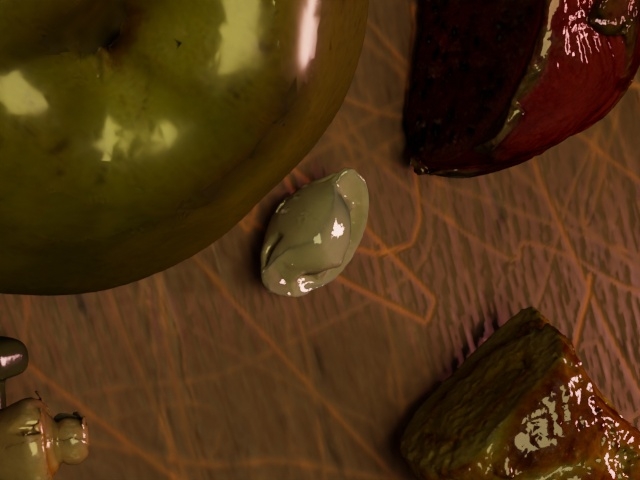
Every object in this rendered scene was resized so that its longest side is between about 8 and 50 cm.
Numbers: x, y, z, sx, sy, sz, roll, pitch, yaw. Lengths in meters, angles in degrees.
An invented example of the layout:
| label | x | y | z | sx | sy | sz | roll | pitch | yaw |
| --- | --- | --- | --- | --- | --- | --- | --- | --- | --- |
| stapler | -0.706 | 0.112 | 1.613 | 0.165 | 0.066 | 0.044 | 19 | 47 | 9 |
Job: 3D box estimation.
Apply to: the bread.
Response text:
| label | x | y | z | sx | sy | sz | roll | pitch | yaw |
| --- | --- | --- | --- | --- | --- | --- | --- | --- | --- |
| bread | 0.141 | 0.141 | 1.112 | 0.132 | 0.103 | 0.172 | -45 | 117 | -11 |

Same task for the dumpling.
| label | x | y | z | sx | sy | sz | roll | pitch | yaw |
| --- | --- | --- | --- | --- | --- | --- | --- | --- | --- |
| dumpling | -0.001 | 0.000 | 1.059 | 0.059 | 0.043 | 0.077 | 44 | 57 | -41 |

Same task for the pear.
| label | x | y | z | sx | sy | sz | roll | pitch | yaw |
| --- | --- | --- | --- | --- | --- | --- | --- | --- | --- |
| pear | -0.119 | -0.110 | 0.853 | 0.294 | 0.294 | 0.294 | -3 | 96 | -28 |

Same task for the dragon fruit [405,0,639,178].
| label | x | y | z | sx | sy | sz | roll | pitch | yaw |
| --- | --- | --- | --- | --- | --- | --- | --- | --- | --- |
| dragon fruit | 0.140 | -0.096 | 1.084 | 0.161 | 0.120 | 0.127 | -4 | 102 | -33 |

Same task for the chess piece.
| label | x | y | z | sx | sy | sz | roll | pitch | yaw |
| --- | --- | --- | --- | --- | --- | --- | --- | --- | --- |
| chess piece | -0.198 | 0.105 | 0.914 | 0.172 | 0.060 | 0.060 | -7 | 99 | -4 |

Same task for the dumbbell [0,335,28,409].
| label | x | y | z | sx | sy | sz | roll | pitch | yaw |
| --- | --- | --- | --- | --- | --- | --- | --- | --- | --- |
| dumbbell | -0.171 | 0.108 | 0.968 | 0.052 | 0.046 | 0.118 | -11 | 101 | -57 |
